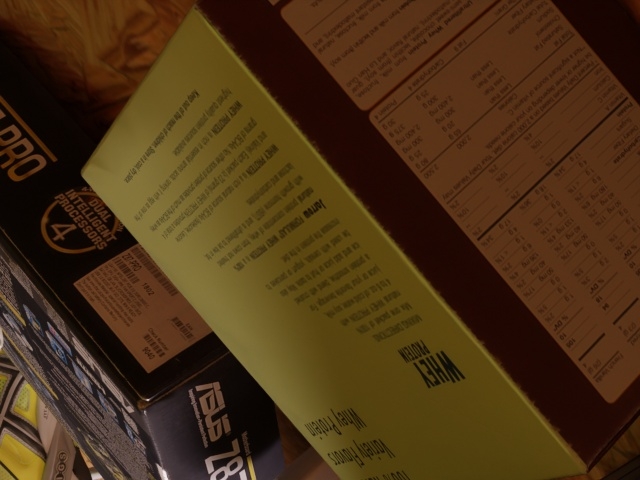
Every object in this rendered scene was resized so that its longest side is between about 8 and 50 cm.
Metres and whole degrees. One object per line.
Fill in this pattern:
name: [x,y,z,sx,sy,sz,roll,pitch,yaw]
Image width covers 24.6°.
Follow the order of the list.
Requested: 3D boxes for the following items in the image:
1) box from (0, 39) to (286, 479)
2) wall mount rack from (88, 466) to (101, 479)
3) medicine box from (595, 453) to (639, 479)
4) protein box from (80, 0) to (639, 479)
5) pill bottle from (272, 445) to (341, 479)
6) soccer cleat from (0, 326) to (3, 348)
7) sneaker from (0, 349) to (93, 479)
box: [-0.174,0.042,1.032,0.395,0.097,0.318,44,156,30]
wall mount rack: [-0.163,0.324,1.456,0.304,0.130,0.350,19,146,52]
medicine box: [0.122,0.212,0.599,0.149,0.289,0.263,45,157,8]
protein box: [0.036,-0.017,0.589,0.201,0.136,0.200,50,156,-2]
pill bottle: [0.087,0.263,0.876,0.323,0.181,0.181,49,157,0]
soccer cleat: [-0.271,0.072,1.080,0.076,0.068,0.196,53,160,1]
sneaker: [-0.307,0.150,1.305,0.145,0.147,0.385,-25,81,50]
